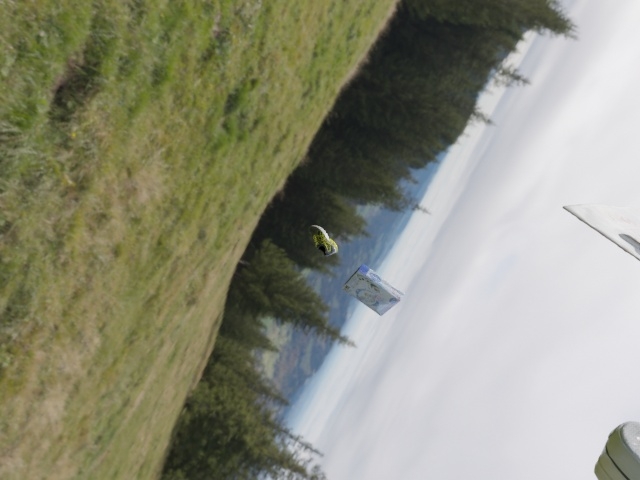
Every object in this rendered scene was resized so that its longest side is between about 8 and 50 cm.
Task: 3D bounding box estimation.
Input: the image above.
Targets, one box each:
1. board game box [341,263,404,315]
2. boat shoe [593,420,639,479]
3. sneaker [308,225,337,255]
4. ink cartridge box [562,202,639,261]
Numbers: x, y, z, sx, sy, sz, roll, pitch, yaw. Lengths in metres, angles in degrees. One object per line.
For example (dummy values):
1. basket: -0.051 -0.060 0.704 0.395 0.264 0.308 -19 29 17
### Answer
1. board game box: 0.092 0.089 1.021 0.020 0.090 0.090 -53 179 -30
2. boat shoe: 0.351 0.269 0.516 0.083 0.226 0.076 -9 130 -26
3. sneaker: 0.000 0.000 1.250 0.035 0.083 0.031 -33 155 -33
4. ink cartridge box: 0.628 0.054 1.006 0.384 0.308 0.091 -1 125 -34
